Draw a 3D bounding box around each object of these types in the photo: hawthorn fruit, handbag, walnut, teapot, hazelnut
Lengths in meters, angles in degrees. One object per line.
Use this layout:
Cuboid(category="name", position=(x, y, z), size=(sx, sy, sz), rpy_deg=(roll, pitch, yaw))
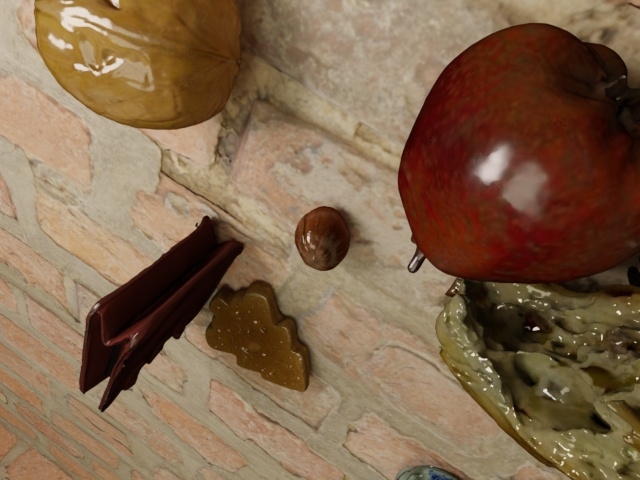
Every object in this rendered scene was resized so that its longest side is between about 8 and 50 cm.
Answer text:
Cuboid(category="hawthorn fruit", position=(0.154, -0.047, 0.395), size=(0.208, 0.208, 0.248), rpy_deg=(45, 134, -4))
Cuboid(category="handbag", position=(-0.254, 0.116, 0.710), size=(0.084, 0.260, 0.275), rpy_deg=(37, 133, 0))
Cuboid(category="walnut", position=(-0.194, -0.224, 0.500), size=(0.225, 0.193, 0.193), rpy_deg=(10, 126, 12))
Cuboid(category="teapot", position=(0.189, 0.492, 0.782), size=(0.159, 0.159, 0.232), rpy_deg=(-16, 112, 37))
Cuboid(category="hazelnut", position=(0.000, 0.000, 0.601), size=(0.086, 0.086, 0.086), rpy_deg=(15, 127, 21))

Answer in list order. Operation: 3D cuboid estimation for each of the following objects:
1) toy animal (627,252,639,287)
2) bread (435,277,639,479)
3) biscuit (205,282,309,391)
Cuboid(category="toy animal", position=(0.408, 0.049, 0.405), size=(0.217, 0.073, 0.176), rpy_deg=(0, 136, 36))
Cuboid(category="bread", position=(0.278, 0.143, 0.386), size=(0.370, 0.191, 0.314), rpy_deg=(20, 173, 16))
Cuboid(category="biscuit", position=(-0.105, 0.180, 0.812), size=(0.239, 0.041, 0.212), rpy_deg=(45, 126, -4))
